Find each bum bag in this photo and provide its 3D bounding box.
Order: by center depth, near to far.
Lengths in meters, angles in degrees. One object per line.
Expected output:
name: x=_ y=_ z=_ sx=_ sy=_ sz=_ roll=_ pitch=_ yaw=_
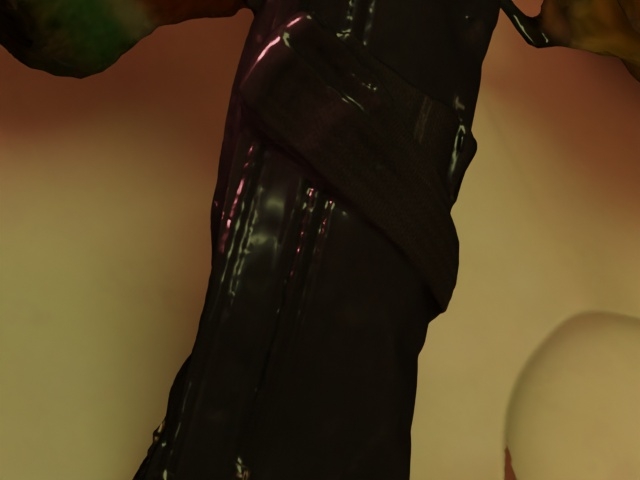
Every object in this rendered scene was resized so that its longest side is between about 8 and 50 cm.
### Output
bum bag: x=0.000 y=0.000 z=0.674 sx=0.123 sy=0.060 sz=0.248 roll=15 pitch=93 yaw=-42

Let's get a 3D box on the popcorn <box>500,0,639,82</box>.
popcorn: x=0.197 y=-0.129 z=0.819 sx=0.225 sy=0.249 sz=0.249 roll=-42 pitch=81 yaw=-8

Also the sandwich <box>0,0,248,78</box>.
sandwich: x=-0.082 y=-0.139 z=0.693 sx=0.301 sy=0.250 sz=0.162 roll=10 pitch=72 yaw=-28
